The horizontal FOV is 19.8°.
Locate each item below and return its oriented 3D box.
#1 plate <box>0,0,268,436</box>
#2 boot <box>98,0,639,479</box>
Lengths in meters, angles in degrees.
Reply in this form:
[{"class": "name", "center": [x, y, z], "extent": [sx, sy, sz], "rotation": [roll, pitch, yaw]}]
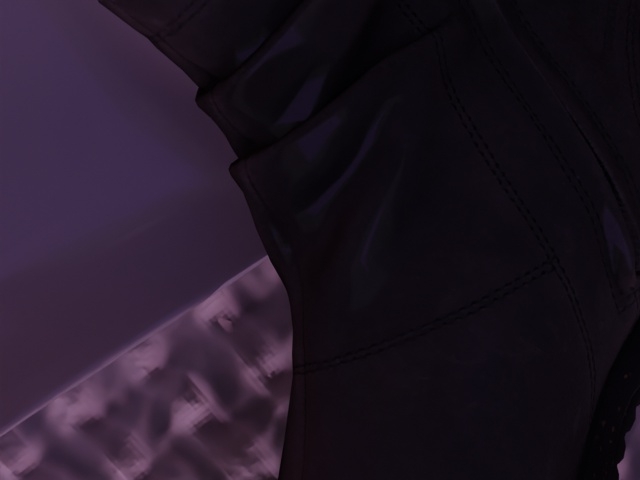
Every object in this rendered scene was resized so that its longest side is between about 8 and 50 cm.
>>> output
[{"class": "plate", "center": [-0.180, -0.045, 0.536], "extent": [0.277, 0.045, 0.278], "rotation": [-35, 112, 0]}, {"class": "boot", "center": [0.000, 0.000, 0.513], "extent": [0.223, 0.118, 0.338], "rotation": [51, 56, -21]}]
